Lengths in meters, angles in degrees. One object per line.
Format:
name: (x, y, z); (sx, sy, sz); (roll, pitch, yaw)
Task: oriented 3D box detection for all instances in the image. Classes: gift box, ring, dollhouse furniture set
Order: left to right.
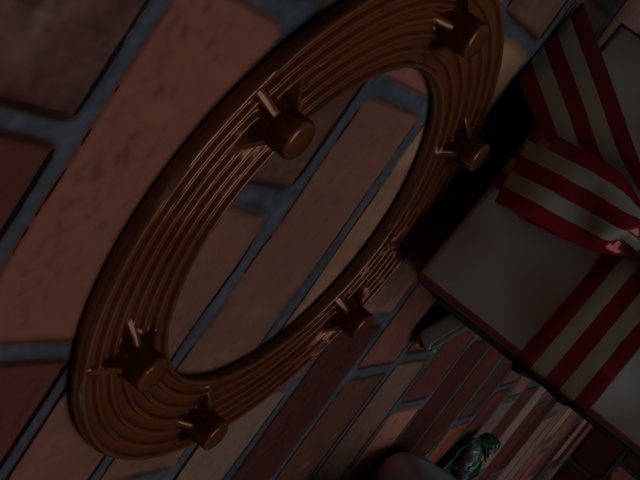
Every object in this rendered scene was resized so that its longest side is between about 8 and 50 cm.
ring: (0.000, 0.000, 0.648); (0.336, 0.032, 0.336); (-42, 157, -22)
dollhouse furniture set: (0.140, 0.039, 1.013); (0.152, 0.058, 0.076); (-32, 168, 5)
gift box: (0.233, -0.003, 0.835); (0.276, 0.255, 0.258); (-56, 169, -1)

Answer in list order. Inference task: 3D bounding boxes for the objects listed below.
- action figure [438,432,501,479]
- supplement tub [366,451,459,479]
action figure: (0.161, 0.333, 1.511); (0.232, 0.063, 0.137); (-43, 155, -29)
supplement tub: (0.068, 0.415, 1.196); (0.331, 0.241, 0.241); (-52, 159, 3)
